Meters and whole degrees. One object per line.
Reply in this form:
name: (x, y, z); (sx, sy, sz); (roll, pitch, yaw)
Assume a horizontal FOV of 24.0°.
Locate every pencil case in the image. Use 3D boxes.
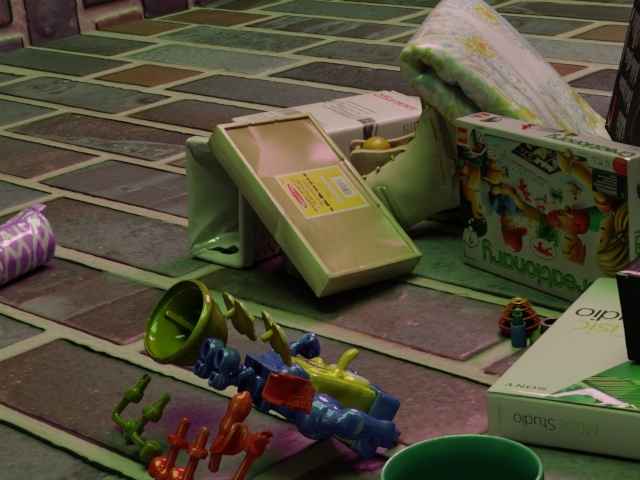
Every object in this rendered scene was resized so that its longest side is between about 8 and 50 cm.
pencil case: (-0.447, 0.019, 2.013); (0.086, 0.088, 0.206); (9, 22, 32)

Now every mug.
mug: (0.103, 0.229, 1.200); (0.157, 0.097, 0.129); (-13, 20, -20)

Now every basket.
basket: (-0.107, -0.058, 2.034); (0.113, 0.167, 0.103); (13, 20, 43)

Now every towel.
towel: (0.283, -0.178, 2.059); (0.374, 0.090, 0.320); (40, 22, -3)

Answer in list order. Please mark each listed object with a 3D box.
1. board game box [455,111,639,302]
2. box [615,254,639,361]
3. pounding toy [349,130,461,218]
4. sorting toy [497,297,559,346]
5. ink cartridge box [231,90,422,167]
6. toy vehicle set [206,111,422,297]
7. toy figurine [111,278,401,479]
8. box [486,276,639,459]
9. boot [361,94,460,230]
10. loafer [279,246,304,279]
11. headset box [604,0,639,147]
board game box: (0.277, -0.035, 1.796); (0.053, 0.193, 0.305); (-16, 20, -30)
box: (0.438, 0.035, 1.470); (0.184, 0.103, 0.261); (6, 26, 44)
pounding toy: (0.176, -0.118, 2.128); (0.269, 0.154, 0.155); (-5, 16, 2)
sorting toy: (0.235, 0.089, 1.672); (0.061, 0.042, 0.102); (-19, 23, -35)
ink cartridge box: (0.026, -0.143, 2.319); (0.272, 0.114, 0.197); (-13, 19, -19)
toy vehicle set: (-0.008, -0.052, 1.908); (0.166, 0.035, 0.267); (-11, 55, -42)
toy figurine: (-0.034, 0.168, 1.451); (0.217, 0.191, 0.362); (20, 0, -25)
box: (0.334, 0.124, 1.514); (0.232, 0.058, 0.322); (5, 23, 29)
boot: (0.122, -0.121, 2.067); (0.165, 0.213, 0.077); (-27, -24, 13)
loafer: (0.000, 0.000, 1.990); (0.096, 0.084, 0.267); (28, 26, 1)
headset box: (0.478, -0.148, 1.921); (0.110, 0.218, 0.293); (-4, 40, -11)
